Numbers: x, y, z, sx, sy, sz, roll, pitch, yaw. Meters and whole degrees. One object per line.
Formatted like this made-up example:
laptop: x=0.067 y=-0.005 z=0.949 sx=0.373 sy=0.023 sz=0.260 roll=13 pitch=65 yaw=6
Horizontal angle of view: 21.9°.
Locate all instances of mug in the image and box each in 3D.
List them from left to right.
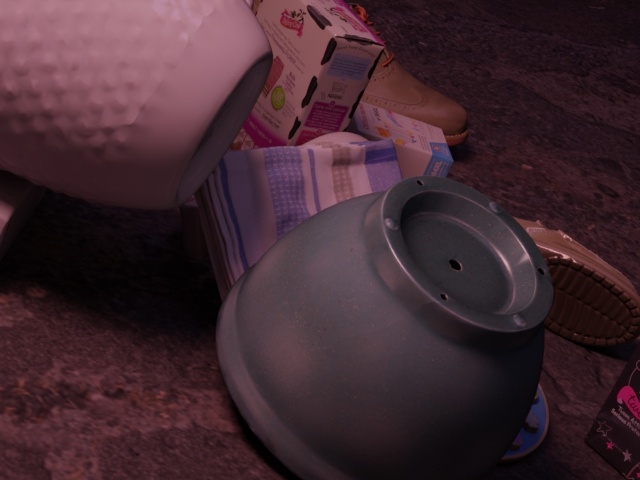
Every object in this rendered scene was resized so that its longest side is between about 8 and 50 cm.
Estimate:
mug: x=-0.202 y=-0.209 z=1.498 sx=0.328 sy=0.276 sz=0.374 roll=33 pitch=41 yaw=4

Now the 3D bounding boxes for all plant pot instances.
plant pot: x=0.080 y=0.068 z=1.450 sx=0.293 sy=0.196 sz=0.293 roll=21 pitch=40 yaw=-19

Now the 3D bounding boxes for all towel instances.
towel: x=0.000 y=0.000 z=1.640 sx=0.285 sy=0.034 sz=0.209 roll=-7 pitch=80 yaw=-45

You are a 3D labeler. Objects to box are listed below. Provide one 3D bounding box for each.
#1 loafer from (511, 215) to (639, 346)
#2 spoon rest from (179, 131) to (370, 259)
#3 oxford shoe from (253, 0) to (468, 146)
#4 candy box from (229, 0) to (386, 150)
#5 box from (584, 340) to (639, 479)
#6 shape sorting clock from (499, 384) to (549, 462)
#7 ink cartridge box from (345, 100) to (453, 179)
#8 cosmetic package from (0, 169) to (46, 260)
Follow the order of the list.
loafer: x=0.249 y=0.027 z=1.872 sx=0.269 sy=0.102 sz=0.092 roll=28 pitch=31 yaw=8
spoon rest: x=-0.036 y=-0.037 z=1.734 sx=0.276 sy=0.137 sz=0.084 roll=-12 pitch=16 yaw=-36
oxford shoe: x=0.047 y=-0.232 z=2.150 sx=0.348 sy=0.130 sz=0.123 roll=24 pitch=25 yaw=-1
candy box: x=-0.035 y=-0.157 z=1.814 sx=0.071 sy=0.233 sz=0.159 roll=6 pitch=32 yaw=-35
box: x=0.420 y=0.209 z=1.630 sx=0.163 sy=0.142 sz=0.247 roll=-5 pitch=39 yaw=-47
shape sorting clock: x=0.133 y=0.134 z=1.618 sx=0.206 sy=0.040 sz=0.206 roll=20 pitch=32 yaw=-13
ink cartridge box: x=0.070 y=-0.099 z=1.963 sx=0.143 sy=0.090 sz=0.092 roll=18 pitch=26 yaw=-17
cosmetic package: x=-0.323 y=-0.054 z=1.535 sx=0.117 sy=0.085 sz=0.231 roll=24 pitch=23 yaw=-3
